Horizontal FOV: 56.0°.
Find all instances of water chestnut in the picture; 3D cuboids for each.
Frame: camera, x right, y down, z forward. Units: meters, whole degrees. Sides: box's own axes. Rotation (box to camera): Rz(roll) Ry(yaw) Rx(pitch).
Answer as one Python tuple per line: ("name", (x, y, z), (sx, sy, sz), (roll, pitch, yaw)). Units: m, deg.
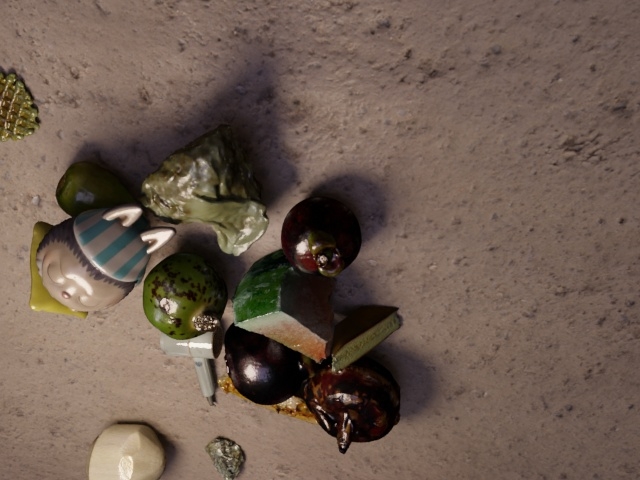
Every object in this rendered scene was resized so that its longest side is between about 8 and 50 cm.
("water chestnut", (0.093, 0.480, 1.753), (0.300, 0.300, 0.300), (4, 117, 8))

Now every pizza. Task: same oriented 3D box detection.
("pizza", (-0.148, 0.493, 1.873), (0.366, 0.073, 0.182), (22, 162, -2))

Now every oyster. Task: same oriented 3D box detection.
("oyster", (-0.328, 0.757, 2.084), (0.125, 0.064, 0.177), (-31, 106, 26))

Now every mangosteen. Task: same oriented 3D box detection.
("mangosteen", (-0.001, -0.010, 1.556), (0.216, 0.216, 0.216), (4, 117, 8))
("mangosteen", (-0.122, 0.323, 1.725), (0.302, 0.275, 0.274), (-15, 115, -7))

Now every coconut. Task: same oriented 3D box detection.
("coconut", (-0.643, 0.745, 2.038), (0.266, 0.237, 0.237), (3, 117, 16))

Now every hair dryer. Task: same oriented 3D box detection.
("hair dryer", (-0.384, 0.409, 1.907), (0.173, 0.107, 0.357), (3, 123, 11))

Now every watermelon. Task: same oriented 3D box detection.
("watermelon", (-0.070, 0.152, 1.642), (0.302, 0.264, 0.151), (28, 130, -12))

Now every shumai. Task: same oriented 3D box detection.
("shumai", (-0.249, -0.104, 1.497), (0.288, 0.292, 0.330), (55, 149, -4))

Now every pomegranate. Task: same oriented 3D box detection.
("pomegranate", (-0.369, 0.161, 1.677), (0.270, 0.254, 0.254), (37, 128, 42))

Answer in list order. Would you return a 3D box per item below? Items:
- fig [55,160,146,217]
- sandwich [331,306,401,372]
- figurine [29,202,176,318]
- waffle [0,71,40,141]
("fig", (-0.610, -0.110, 1.644), (0.233, 0.167, 0.167), (39, 116, -3))
("sandwich", (0.109, 0.266, 1.714), (0.096, 0.258, 0.094), (32, 140, 41))
("figurine", (-0.501, 0.046, 1.550), (0.378, 0.361, 0.266), (-11, 89, 24))
("waffle", (-0.851, -0.359, 1.629), (0.169, 0.036, 0.183), (-15, 113, 15))
